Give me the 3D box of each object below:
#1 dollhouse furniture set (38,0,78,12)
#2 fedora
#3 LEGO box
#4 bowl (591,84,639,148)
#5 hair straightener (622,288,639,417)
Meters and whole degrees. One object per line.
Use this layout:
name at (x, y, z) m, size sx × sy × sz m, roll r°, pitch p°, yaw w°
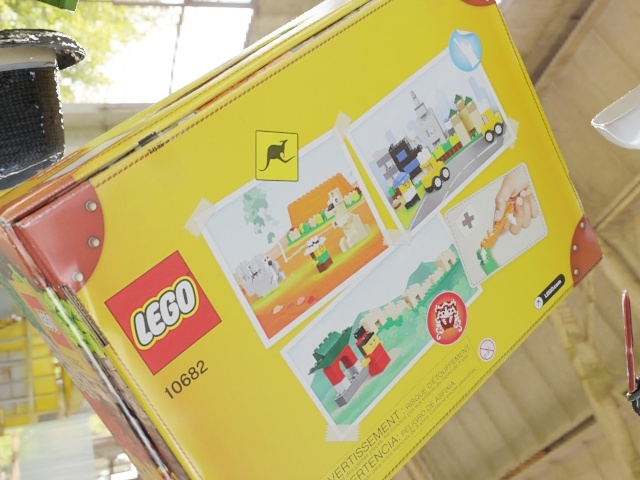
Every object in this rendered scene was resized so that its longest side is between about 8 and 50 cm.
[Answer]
dollhouse furniture set at (-0.350, -0.440, 0.889) m, size 0.197 × 0.151 × 0.301 m, roll -54°, pitch 161°, yaw -80°
fedora at (-0.417, -0.125, 0.896) m, size 0.334 × 0.334 × 0.152 m, roll -1°, pitch -74°, yaw 69°
LEGO box at (0.000, 0.000, 0.751) m, size 0.193 × 0.500 × 0.372 m, roll 2°, pitch -55°, yaw 57°
bowl at (0.370, -0.147, 0.846) m, size 0.053 × 0.142 × 0.142 m, roll 53°, pitch 16°, yaw -3°
hair straightener at (0.546, 0.192, 1.288) m, size 0.047 × 0.089 × 0.230 m, roll -24°, pitch 110°, yaw -72°
